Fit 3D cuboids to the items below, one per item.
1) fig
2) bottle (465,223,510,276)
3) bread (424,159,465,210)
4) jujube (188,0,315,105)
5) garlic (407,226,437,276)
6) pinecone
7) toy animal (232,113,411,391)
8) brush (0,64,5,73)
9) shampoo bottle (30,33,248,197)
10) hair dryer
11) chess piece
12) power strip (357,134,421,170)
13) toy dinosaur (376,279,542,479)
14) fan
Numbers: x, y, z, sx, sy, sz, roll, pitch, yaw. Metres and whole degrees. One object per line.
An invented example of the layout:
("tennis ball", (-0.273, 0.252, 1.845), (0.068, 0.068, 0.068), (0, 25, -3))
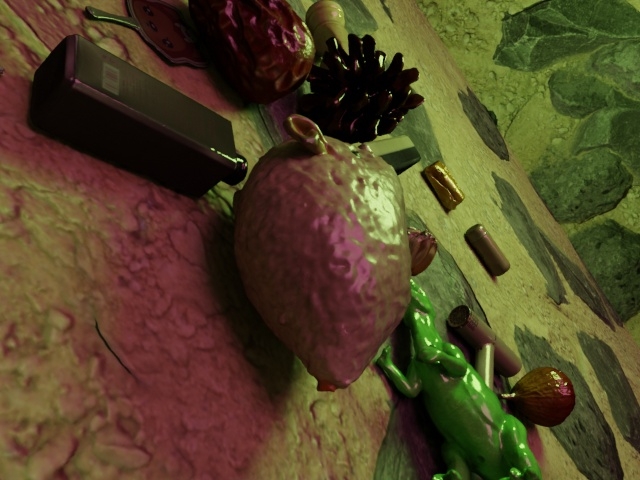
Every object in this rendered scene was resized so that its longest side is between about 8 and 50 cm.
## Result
("fig", (0.434, 0.307, 1.120), (0.153, 0.119, 0.119), (15, 49, -49))
("bottle", (0.427, 0.024, 1.457), (0.140, 0.053, 0.053), (54, 29, -6))
("bread", (0.314, -0.140, 1.448), (0.132, 0.053, 0.074), (54, 25, -4))
("jujube", (-0.110, -0.323, 0.887), (0.230, 0.155, 0.155), (49, 28, 4))
("garlic", (0.154, 0.017, 1.020), (0.113, 0.094, 0.074), (22, 3, -38))
("pinecone", (0.069, -0.278, 1.052), (0.201, 0.202, 0.229), (39, 45, -21))
("toy animal", (-0.001, 0.005, 0.678), (0.226, 0.188, 0.359), (29, 39, -25))
("brush", (-0.392, -0.161, 0.419), (0.090, 0.017, 0.314), (58, 29, 2))
("shampoo bottle", (-0.183, -0.122, 0.634), (0.246, 0.079, 0.080), (24, 44, -45))
("hair dryer", (0.318, 0.255, 1.057), (0.195, 0.053, 0.220), (41, 33, -27))
("chess piece", (0.023, -0.435, 1.255), (0.090, 0.090, 0.201), (28, 40, -41))
("power strip", (0.098, -0.138, 1.056), (0.070, 0.105, 0.256), (57, 28, 2))
("toy dinosaur", (0.260, 0.302, 0.891), (0.500, 0.144, 0.374), (48, 18, -23))
("fan", (-0.240, -0.299, 0.797), (0.132, 0.009, 0.220), (57, 27, 6))
